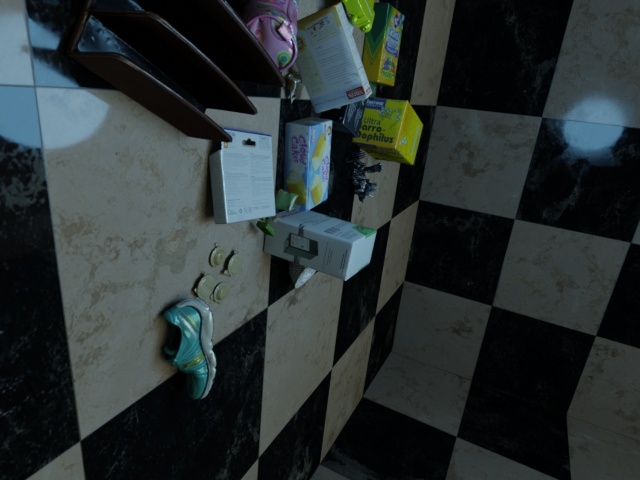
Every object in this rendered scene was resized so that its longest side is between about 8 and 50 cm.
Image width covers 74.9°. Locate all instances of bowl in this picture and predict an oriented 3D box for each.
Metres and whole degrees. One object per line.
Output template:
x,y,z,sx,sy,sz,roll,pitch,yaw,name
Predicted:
-0.058,0.075,1.447,0.170,0.080,0.170,-46,166,-15,bowl

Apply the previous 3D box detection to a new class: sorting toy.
-0.071,-0.436,1.197,0.083,0.044,0.075,-50,154,-45,sorting toy

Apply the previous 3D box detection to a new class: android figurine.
0.106,-0.762,1.269,0.248,0.056,0.273,51,39,-43,android figurine

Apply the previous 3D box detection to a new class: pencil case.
-0.103,-0.464,0.883,0.124,0.124,0.284,79,7,-45,pencil case

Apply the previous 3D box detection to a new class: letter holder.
-0.218,-0.297,0.731,0.302,0.214,0.152,29,77,-66,letter holder

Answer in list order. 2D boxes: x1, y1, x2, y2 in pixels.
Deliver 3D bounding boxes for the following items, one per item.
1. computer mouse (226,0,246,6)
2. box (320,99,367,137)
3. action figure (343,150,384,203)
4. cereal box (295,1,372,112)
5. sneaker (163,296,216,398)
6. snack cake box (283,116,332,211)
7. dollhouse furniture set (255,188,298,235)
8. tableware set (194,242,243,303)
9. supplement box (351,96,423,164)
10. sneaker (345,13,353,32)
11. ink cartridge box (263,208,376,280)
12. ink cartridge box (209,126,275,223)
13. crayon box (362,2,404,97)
-0.192,-0.548,0.735,0.272,0.188,0.072,69,29,-67,computer mouse
0.085,-0.461,1.458,0.158,0.093,0.156,13,91,-65,box
0.191,-0.258,1.763,0.275,0.140,0.164,36,60,-63,action figure
0.019,-0.478,1.119,0.047,0.172,0.240,-55,130,-42,cereal box
-0.325,0.268,1.014,0.109,0.107,0.276,-18,117,-40,sneaker
-0.040,-0.242,1.318,0.152,0.089,0.265,-37,137,-54,snack cake box
-0.134,-0.093,1.216,0.152,0.076,0.058,-66,153,-18,dollhouse furniture set
-0.265,0.091,1.103,0.169,0.020,0.141,-68,155,-16,tableware set
0.301,-0.464,1.811,0.356,0.194,0.195,5,99,-66,supplement box
0.028,-0.574,1.273,0.111,0.102,0.253,-8,103,-63,sneaker
0.000,0.000,1.305,0.211,0.289,0.122,-24,128,-60,ink cartridge box
-0.193,-0.163,1.062,0.223,0.045,0.224,-16,107,-63,ink cartridge box
0.242,-0.737,1.656,0.203,0.083,0.323,-28,129,-59,crayon box
